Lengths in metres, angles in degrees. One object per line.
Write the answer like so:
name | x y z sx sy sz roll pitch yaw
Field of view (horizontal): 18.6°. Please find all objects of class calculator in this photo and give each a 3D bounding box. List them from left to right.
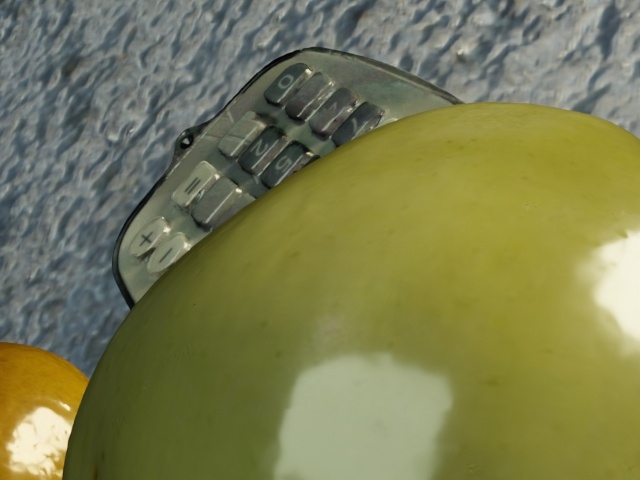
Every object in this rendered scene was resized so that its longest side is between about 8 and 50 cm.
calculator | 0.000 0.000 0.888 0.177 0.040 0.268 -47 43 -3

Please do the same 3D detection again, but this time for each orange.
orange | -0.147 0.123 0.850 0.156 0.134 0.156 -48 1 2

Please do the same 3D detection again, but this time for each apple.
apple | 0.047 0.085 0.645 0.262 0.262 0.262 -20 49 24
